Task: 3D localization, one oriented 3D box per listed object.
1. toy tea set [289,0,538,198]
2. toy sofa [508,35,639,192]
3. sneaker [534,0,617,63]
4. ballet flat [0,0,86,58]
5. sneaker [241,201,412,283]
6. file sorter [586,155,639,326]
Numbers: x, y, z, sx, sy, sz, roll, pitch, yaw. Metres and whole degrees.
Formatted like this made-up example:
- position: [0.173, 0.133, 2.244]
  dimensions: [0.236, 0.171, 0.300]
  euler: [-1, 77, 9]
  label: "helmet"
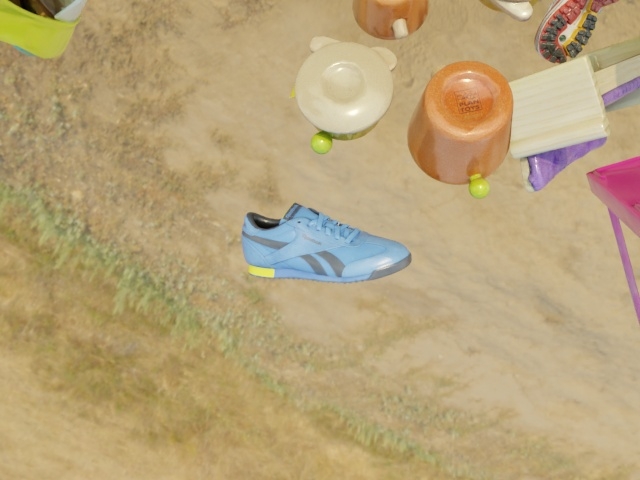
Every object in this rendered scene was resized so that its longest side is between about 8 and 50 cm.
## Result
- position: [0.114, -0.205, 0.648]
  dimensions: [0.200, 0.336, 0.124]
  euler: [20, 168, 10]
  label: "toy tea set"
- position: [0.442, -0.214, 1.103]
  dimensions: [0.150, 0.362, 0.177]
  euler: [-12, 100, 43]
  label: "toy sofa"
- position: [0.410, -0.385, 1.059]
  dimensions: [0.088, 0.093, 0.225]
  euler: [35, 106, -12]
  label: "sneaker"
- position: [-0.178, -0.154, 0.397]
  dimensions: [0.077, 0.231, 0.077]
  euler: [-24, 99, 8]
  label: "ballet flat"
- position: [0.000, 0.000, 0.775]
  dimensions: [0.209, 0.069, 0.082]
  euler: [2, 107, 26]
  label: "sneaker"
- position: [0.377, 0.007, 0.483]
  dimensions: [0.290, 0.202, 0.182]
  euler: [-17, 101, 15]
  label: "file sorter"
